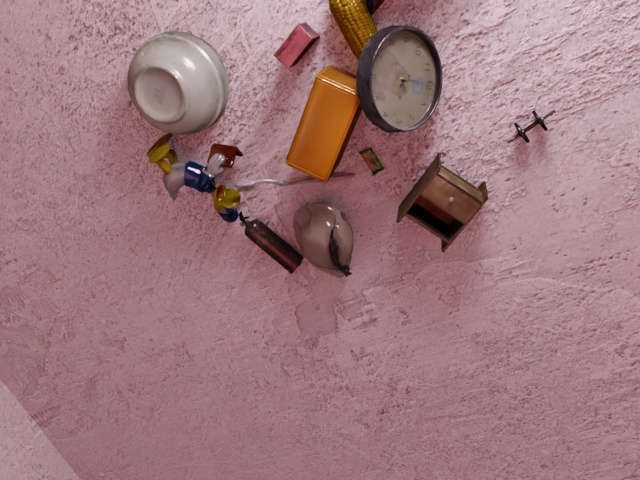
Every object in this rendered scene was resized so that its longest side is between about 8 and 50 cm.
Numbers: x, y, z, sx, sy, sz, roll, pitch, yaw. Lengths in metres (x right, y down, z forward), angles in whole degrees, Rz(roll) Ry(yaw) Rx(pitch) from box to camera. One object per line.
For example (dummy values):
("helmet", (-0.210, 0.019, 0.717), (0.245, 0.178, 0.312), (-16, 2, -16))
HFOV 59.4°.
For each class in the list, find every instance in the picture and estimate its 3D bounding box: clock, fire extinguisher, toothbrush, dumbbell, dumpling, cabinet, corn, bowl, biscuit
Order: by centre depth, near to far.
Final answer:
("clock", (0.218, -0.427, 1.496), (0.055, 0.280, 0.281), (18, 129, 52))
("corn", (0.100, -0.584, 1.528), (0.097, 0.097, 0.262), (-21, 114, 20))
("dumbbell", (0.587, -0.317, 1.566), (0.147, 0.069, 0.069), (-35, 104, 24))
("cabinet", (0.360, -0.113, 1.669), (0.174, 0.148, 0.215), (32, 117, -5))
("bowl", (-0.442, -0.455, 1.676), (0.306, 0.163, 0.308), (6, 119, 11))
("biscuit", (0.158, -0.244, 1.723), (0.046, 0.016, 0.089), (-27, 107, 23))
("toothbrush", (-0.077, -0.185, 1.743), (0.374, 0.028, 0.037), (-7, 131, -3))
("dumpling", (0.003, 0.010, 1.803), (0.204, 0.163, 0.293), (-2, 127, 8))
("fire extinguisher", (-0.173, -0.001, 1.874), (0.267, 0.072, 0.089), (41, 159, -9))

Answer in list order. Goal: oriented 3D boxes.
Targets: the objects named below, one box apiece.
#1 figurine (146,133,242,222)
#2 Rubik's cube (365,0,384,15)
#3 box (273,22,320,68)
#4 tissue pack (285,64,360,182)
("figurine", (-0.353, -0.205, 1.799), (0.283, 0.205, 0.338), (-27, 120, 15))
("Rubik's cube", (0.117, -0.719, 1.481), (0.178, 0.211, 0.190), (48, 143, 11))
("box", (-0.064, -0.539, 1.551), (0.060, 0.156, 0.111), (42, 114, -8))
("tissue pack", (0.024, -0.338, 1.611), (0.145, 0.194, 0.275), (26, 117, 4))
